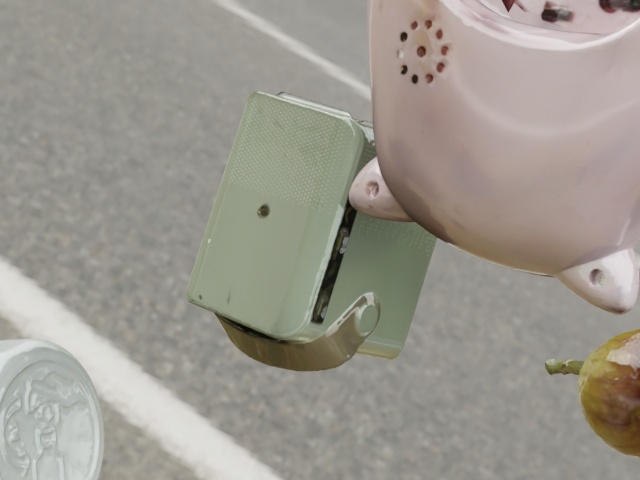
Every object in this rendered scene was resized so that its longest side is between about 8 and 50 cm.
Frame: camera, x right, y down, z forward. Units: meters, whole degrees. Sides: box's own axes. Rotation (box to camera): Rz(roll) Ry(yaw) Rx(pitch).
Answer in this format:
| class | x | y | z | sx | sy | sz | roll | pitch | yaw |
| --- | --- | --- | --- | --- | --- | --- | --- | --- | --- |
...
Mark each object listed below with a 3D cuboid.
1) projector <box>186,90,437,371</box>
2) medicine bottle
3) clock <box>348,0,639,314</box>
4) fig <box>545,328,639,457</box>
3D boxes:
| class | x | y | z | sx | sy | sz | roll | pitch | yaw |
| --- | --- | --- | --- | --- | --- | --- | --- | --- | --- |
| projector | 0.000 | 0.000 | 1.449 | 0.163 | 0.243 | 0.177 | 19 | 2 | 41 |
| medicine bottle | -0.393 | 0.180 | 1.394 | 0.395 | 0.243 | 0.242 | -5 | -5 | 36 |
| clock | 0.186 | -0.160 | 1.235 | 0.368 | 0.377 | 0.250 | 22 | 6 | 21 |
| fig | 0.338 | 0.178 | 1.805 | 0.230 | 0.143 | 0.160 | -13 | -38 | 40 |
